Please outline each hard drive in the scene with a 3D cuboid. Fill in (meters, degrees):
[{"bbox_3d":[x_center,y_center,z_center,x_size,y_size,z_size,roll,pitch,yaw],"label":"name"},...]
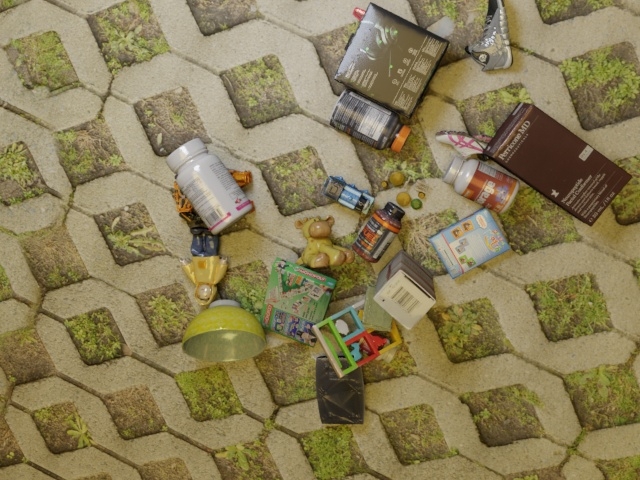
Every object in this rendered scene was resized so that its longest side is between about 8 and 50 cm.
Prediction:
[{"bbox_3d":[0.073,0.530,2.029,0.172,0.054,0.254,-3,101,10],"label":"hard drive"}]

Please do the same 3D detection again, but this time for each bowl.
[{"bbox_3d":[-0.335,0.301,1.981,0.290,0.289,0.156,-14,57,12],"label":"bowl"}]

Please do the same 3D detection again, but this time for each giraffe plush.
[{"bbox_3d":[0.000,0.000,1.900,0.210,0.181,0.170,-4,91,45],"label":"giraffe plush"}]

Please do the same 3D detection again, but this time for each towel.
[{"bbox_3d":[0.196,0.231,1.915,0.110,0.027,0.148,13,66,-8],"label":"towel"}]

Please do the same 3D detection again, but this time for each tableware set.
[{"bbox_3d":[0.275,-0.168,1.874,0.154,0.024,0.104,23,107,3],"label":"tableware set"}]

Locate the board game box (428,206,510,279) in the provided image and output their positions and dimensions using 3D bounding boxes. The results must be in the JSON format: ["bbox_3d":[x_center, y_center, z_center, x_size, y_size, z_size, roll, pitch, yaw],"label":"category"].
[{"bbox_3d":[0.488,0.009,1.864,0.211,0.039,0.160,-30,95,14],"label":"board game box"}]

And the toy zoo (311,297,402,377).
[{"bbox_3d":[0.141,0.308,1.905,0.293,0.030,0.192,-25,76,-20],"label":"toy zoo"}]

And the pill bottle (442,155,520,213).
[{"bbox_3d":[0.501,-0.179,1.783,0.216,0.121,0.121,26,104,4],"label":"pill bottle"}]

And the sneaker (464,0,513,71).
[{"bbox_3d":[0.498,-0.623,1.715,0.132,0.086,0.228,-11,100,14],"label":"sneaker"}]

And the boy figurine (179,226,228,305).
[{"bbox_3d":[-0.415,0.093,2.005,0.177,0.092,0.285,4,99,6],"label":"boy figurine"}]

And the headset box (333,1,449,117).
[{"bbox_3d":[0.205,-0.543,1.721,0.283,0.131,0.246,27,104,4],"label":"headset box"}]

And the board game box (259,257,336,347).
[{"bbox_3d":[-0.083,0.217,1.925,0.214,0.046,0.317,21,131,5],"label":"board game box"}]

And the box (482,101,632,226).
[{"bbox_3d":[0.707,-0.230,1.706,0.381,0.143,0.191,33,104,-5],"label":"box"}]

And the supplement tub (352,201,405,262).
[{"bbox_3d":[0.197,-0.030,1.871,0.106,0.106,0.198,33,104,2],"label":"supplement tub"}]

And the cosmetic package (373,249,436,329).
[{"bbox_3d":[0.268,0.147,1.797,0.153,0.296,0.129,40,103,-2],"label":"cosmetic package"}]

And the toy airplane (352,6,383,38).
[{"bbox_3d":[0.157,-0.663,1.790,0.151,0.028,0.151,2,101,10],"label":"toy airplane"}]

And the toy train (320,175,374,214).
[{"bbox_3d":[0.089,-0.149,1.864,0.184,0.105,0.080,28,104,3],"label":"toy train"}]

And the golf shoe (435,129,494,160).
[{"bbox_3d":[0.452,-0.302,1.794,0.186,0.067,0.086,11,104,7],"label":"golf shoe"}]

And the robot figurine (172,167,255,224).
[{"bbox_3d":[-0.377,-0.160,1.949,0.291,0.085,0.211,-3,100,10],"label":"robot figurine"}]

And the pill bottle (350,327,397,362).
[{"bbox_3d":[0.183,0.359,1.960,0.152,0.086,0.086,29,104,3],"label":"pill bottle"}]

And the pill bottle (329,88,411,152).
[{"bbox_3d":[0.161,-0.370,1.796,0.246,0.130,0.130,28,104,3],"label":"pill bottle"}]

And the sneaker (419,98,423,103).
[{"bbox_3d":[0.304,-0.473,1.807,0.035,0.031,0.083,-15,98,-9],"label":"sneaker"}]

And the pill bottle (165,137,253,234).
[{"bbox_3d":[-0.358,-0.174,1.817,0.160,0.160,0.283,-34,94,14],"label":"pill bottle"}]
